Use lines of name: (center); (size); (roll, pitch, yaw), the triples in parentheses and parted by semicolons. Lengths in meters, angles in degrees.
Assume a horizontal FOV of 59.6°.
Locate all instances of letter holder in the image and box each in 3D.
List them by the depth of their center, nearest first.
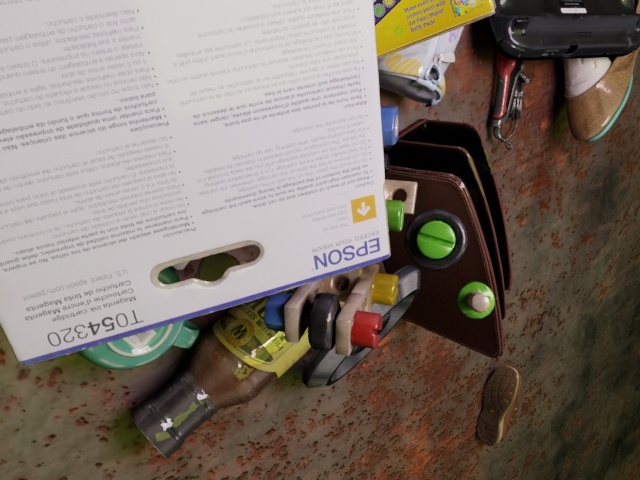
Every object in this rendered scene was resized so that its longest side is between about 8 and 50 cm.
letter holder: (0.208, -0.006, 0.828); (0.152, 0.214, 0.301); (-35, 120, -24)

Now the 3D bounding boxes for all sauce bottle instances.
sauce bottle: (-0.080, 0.130, 0.718); (0.344, 0.111, 0.111); (-42, 123, -22)

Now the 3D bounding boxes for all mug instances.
mug: (-0.203, 0.073, 0.619); (0.158, 0.097, 0.129); (-6, 106, -35)

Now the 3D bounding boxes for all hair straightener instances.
hair straightener: (0.338, -0.271, 0.954); (0.089, 0.047, 0.230); (-4, 100, -36)

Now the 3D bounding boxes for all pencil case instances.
pencil case: (0.153, -0.327, 0.756); (0.114, 0.124, 0.273); (18, 90, -11)

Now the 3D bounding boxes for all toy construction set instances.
toy construction set: (0.000, 0.000, 0.644); (0.309, 0.237, 0.257); (-21, 86, 11)

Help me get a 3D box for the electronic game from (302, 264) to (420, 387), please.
electronic game: (0.060, 0.123, 0.794); (0.229, 0.048, 0.229); (-41, 162, -16)

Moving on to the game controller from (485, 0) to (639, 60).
game controller: (0.394, -0.377, 0.905); (0.319, 0.067, 0.166); (-10, 75, -24)

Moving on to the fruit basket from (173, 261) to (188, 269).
fruit basket: (-0.135, -0.163, 0.558); (0.327, 0.165, 0.353); (-48, 134, -7)

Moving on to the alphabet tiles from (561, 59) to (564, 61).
alphabet tiles: (0.469, -0.479, 1.013); (0.278, 0.021, 0.284); (13, 95, -41)

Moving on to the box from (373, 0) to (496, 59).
box: (0.036, -0.351, 0.532); (0.290, 0.177, 0.279); (-72, 141, -54)

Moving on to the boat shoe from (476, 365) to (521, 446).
boat shoe: (0.372, 0.334, 1.146); (0.060, 0.064, 0.178); (-3, 111, -41)

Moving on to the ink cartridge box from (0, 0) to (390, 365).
ink cartridge box: (-0.114, -0.098, 0.417); (0.324, 0.071, 0.330); (-15, 120, -14)

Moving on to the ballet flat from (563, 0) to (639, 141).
ballet flat: (0.519, -0.344, 1.019); (0.124, 0.116, 0.342); (37, 78, -19)
